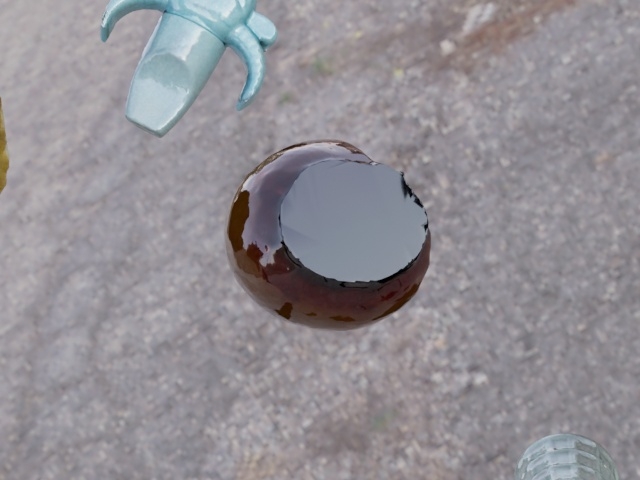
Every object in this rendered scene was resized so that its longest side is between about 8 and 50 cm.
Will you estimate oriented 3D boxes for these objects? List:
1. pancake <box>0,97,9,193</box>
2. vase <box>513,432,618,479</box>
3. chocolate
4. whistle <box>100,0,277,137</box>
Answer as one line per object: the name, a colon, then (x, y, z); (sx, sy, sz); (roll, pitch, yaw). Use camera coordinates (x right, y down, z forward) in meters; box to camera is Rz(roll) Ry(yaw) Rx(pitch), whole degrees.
pancake: (-0.411, -0.063, 1.010); (0.356, 0.356, 0.065); (-36, 26, -13)
vase: (0.252, 0.298, 1.289); (0.143, 0.143, 0.299); (-25, 13, 13)
chocolate: (0.000, 0.000, 0.840); (0.133, 0.127, 0.124); (126, 161, -65)
whistle: (-0.131, -0.241, 1.427); (0.274, 0.186, 0.093); (-64, 4, -10)
